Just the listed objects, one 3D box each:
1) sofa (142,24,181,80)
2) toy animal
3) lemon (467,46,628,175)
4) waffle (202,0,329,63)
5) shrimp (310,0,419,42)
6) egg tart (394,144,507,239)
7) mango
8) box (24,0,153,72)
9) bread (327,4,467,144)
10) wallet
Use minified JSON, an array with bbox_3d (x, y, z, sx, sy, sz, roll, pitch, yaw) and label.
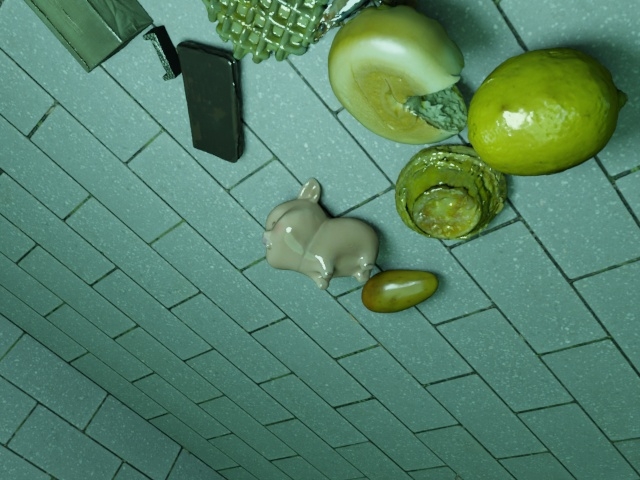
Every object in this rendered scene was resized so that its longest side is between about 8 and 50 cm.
[{"bbox_3d":[-0.384,-0.459,1.336,0.039,0.060,0.118,-7,127,21],"label":"sofa"},{"bbox_3d":[0.000,0.000,1.501,0.326,0.269,0.237,-2,139,-21],"label":"toy animal"},{"bbox_3d":[0.433,-0.251,1.081,0.284,0.260,0.260,14,142,51],"label":"lemon"},{"bbox_3d":[-0.128,-0.535,1.175,0.292,0.056,0.309,-4,127,25],"label":"waffle"},{"bbox_3d":[0.095,-0.474,1.126,0.251,0.052,0.143,-27,129,27],"label":"shrimp"},{"bbox_3d":[0.314,-0.096,1.350,0.294,0.123,0.294,12,134,12],"label":"egg tart"},{"bbox_3d":[0.227,0.145,1.604,0.253,0.113,0.138,-20,123,32],"label":"mango"},{"bbox_3d":[-0.544,-0.543,1.258,0.149,0.155,0.231,-21,119,34],"label":"box"},{"bbox_3d":[0.164,-0.344,1.134,0.333,0.160,0.333,23,159,9],"label":"bread"},{"bbox_3d":[-0.276,-0.345,1.392,0.165,0.042,0.309,19,137,15],"label":"wallet"}]
